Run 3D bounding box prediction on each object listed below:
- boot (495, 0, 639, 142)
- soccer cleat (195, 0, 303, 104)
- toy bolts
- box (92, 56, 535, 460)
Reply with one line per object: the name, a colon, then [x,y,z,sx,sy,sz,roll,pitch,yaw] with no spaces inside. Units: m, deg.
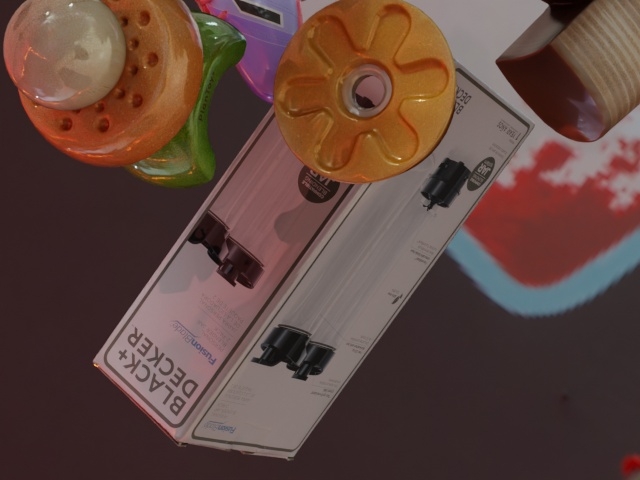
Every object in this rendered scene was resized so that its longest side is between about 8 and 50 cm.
boot: [0.143,-0.222,0.862,0.220,0.283,0.109,-47,17,-22]
soccer cleat: [-0.075,-0.201,1.130,0.095,0.248,0.083,-5,-24,-25]
toy bolts: [-0.041,-0.142,0.812,0.158,0.218,0.228,19,-99,-68]
box: [0.000,0.000,1.040,0.290,0.087,0.169,-55,-26,7]
